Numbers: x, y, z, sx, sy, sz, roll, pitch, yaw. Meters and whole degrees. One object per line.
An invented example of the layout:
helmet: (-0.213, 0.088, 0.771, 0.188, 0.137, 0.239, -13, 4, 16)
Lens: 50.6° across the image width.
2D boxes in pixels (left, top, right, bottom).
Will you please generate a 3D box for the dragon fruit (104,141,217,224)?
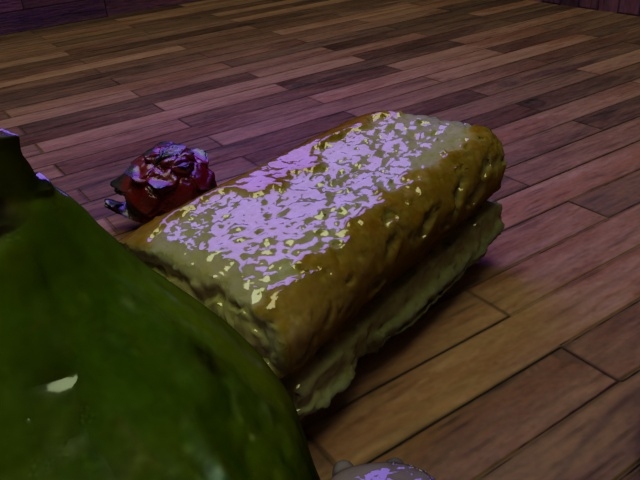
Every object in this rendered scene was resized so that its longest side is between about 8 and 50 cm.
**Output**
dragon fruit: (-0.199, -0.070, 0.873, 0.130, 0.121, 0.142, 21, -5, -19)

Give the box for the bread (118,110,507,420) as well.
bread: (0.000, 0.000, 0.671, 0.237, 0.165, 0.375, 16, 36, 35)

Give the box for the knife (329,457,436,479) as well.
knife: (0.052, 0.260, 0.336, 0.132, 0.038, 0.398, -2, 28, 0)

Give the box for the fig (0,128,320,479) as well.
fig: (-0.090, 0.117, 0.359, 0.233, 0.313, 0.233, 13, 7, -2)
